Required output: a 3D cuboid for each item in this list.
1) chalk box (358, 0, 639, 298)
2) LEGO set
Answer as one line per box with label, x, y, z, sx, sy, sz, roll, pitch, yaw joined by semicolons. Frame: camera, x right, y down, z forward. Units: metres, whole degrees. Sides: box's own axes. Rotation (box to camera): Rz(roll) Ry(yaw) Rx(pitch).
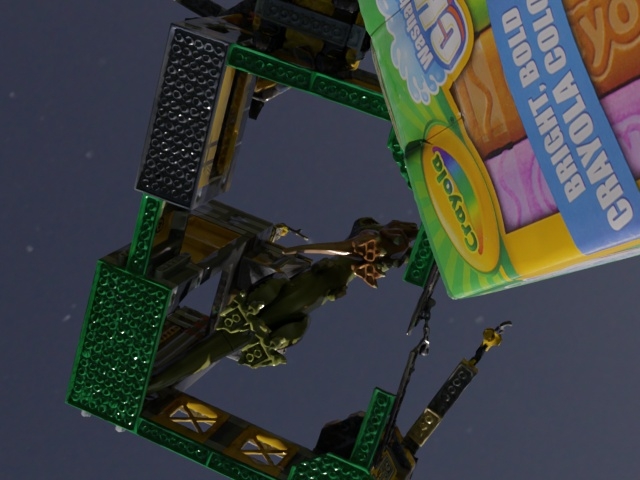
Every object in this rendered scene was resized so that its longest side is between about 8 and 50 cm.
chalk box;0.131;-0.089;0.445;0.180;0.289;0.179;-13;-97;-24
LEGO set;0.000;0.000;0.731;0.254;0.331;0.192;13;-162;15
